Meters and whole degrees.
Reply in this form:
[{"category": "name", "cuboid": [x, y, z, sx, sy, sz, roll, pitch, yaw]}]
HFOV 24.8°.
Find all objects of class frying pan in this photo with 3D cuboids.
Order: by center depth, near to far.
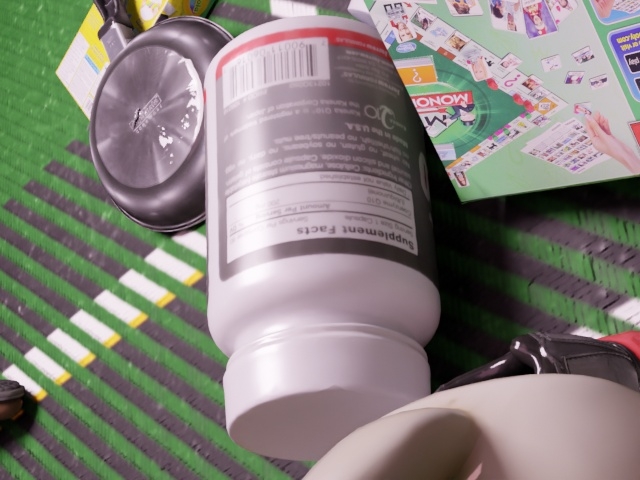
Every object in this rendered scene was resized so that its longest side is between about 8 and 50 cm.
[{"category": "frying pan", "cuboid": [-0.151, -0.168, 1.321, 0.197, 0.053, 0.326, -20, 74, 34]}]

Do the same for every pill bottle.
[{"category": "pill bottle", "cuboid": [0.000, 0.000, 1.019, 0.161, 0.161, 0.283, -30, 52, 40]}]

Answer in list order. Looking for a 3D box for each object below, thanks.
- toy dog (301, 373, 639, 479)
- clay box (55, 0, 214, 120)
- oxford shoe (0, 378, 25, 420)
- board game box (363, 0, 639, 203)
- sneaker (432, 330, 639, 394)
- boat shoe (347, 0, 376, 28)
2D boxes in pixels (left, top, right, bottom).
[{"category": "toy dog", "cuboid": [0.154, 0.259, 0.531, 0.284, 0.395, 0.408, -18, 68, 30]}, {"category": "clay box", "cuboid": [-0.169, -0.223, 1.421, 0.222, 0.053, 0.127, -57, 41, 14]}, {"category": "oxford shoe", "cuboid": [-0.366, 0.196, 1.466, 0.227, 0.083, 0.096, -24, 78, 41]}, {"category": "board game box", "cuboid": [0.147, -0.137, 0.846, 0.046, 0.213, 0.317, -35, 15, -30]}, {"category": "sneaker", "cuboid": [0.091, 0.154, 0.858, 0.276, 0.135, 0.097, -53, 42, 22]}, {"category": "boat shoe", "cuboid": [0.129, -0.166, 1.008, 0.258, 0.095, 0.084, 17, 83, 42]}]
